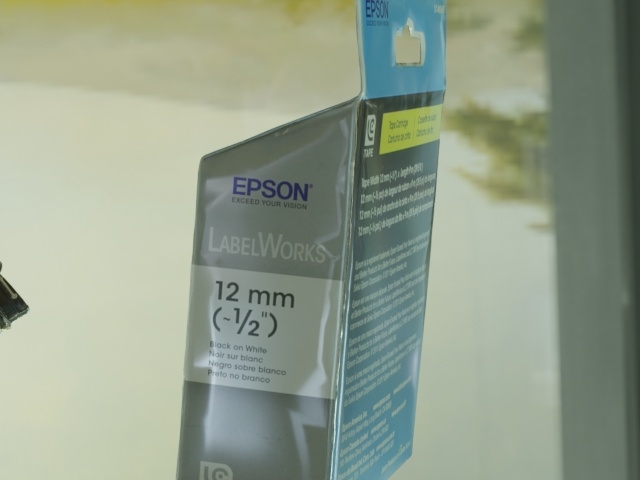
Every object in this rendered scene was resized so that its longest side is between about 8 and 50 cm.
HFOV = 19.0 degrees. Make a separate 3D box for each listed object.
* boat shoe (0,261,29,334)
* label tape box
[{"bbox_3d":[-0.268,0.028,1.510,0.038,0.046,0.125,-32,-137,-10],"label":"boat shoe"},{"bbox_3d":[0.000,0.000,1.285,0.115,0.348,0.249,5,-173,15],"label":"label tape box"}]
